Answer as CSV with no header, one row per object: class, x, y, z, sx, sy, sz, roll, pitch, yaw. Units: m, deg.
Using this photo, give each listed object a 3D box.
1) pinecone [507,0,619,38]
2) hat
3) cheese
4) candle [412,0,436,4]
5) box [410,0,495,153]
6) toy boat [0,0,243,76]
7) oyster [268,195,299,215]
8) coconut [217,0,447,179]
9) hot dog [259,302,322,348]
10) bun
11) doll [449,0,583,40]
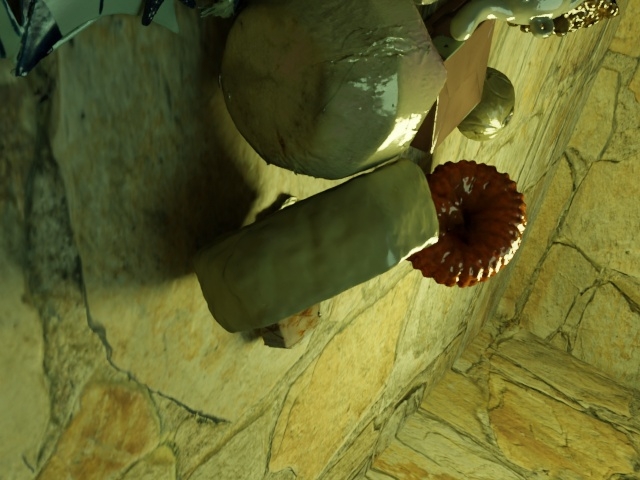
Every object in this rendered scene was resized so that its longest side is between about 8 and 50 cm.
pinecone,0.468,-0.519,1.145,0.243,0.243,0.257,-26,122,-51
hat,0.291,-0.022,1.420,0.285,0.285,0.400,-55,-178,-13
cheese,0.000,0.000,0.753,0.326,0.318,0.115,-26,95,-41
candle,0.158,-0.415,0.859,0.169,0.068,0.192,-63,154,-4
box,0.223,-0.299,1.085,0.215,0.086,0.215,-47,151,-30
toy boat,-0.138,-0.235,0.496,0.292,0.070,0.210,-57,151,-1
oyster,-0.055,-0.039,0.911,0.083,0.019,0.054,-50,142,-33
coconut,0.022,-0.179,0.660,0.230,0.227,0.227,-24,137,-48
hot dog,-0.057,0.090,0.992,0.131,0.069,0.253,-39,146,-23
bun,0.377,-0.298,1.347,0.173,0.113,0.167,-50,153,-27
doll,0.310,-0.452,0.994,0.311,0.159,0.243,-33,112,-9
